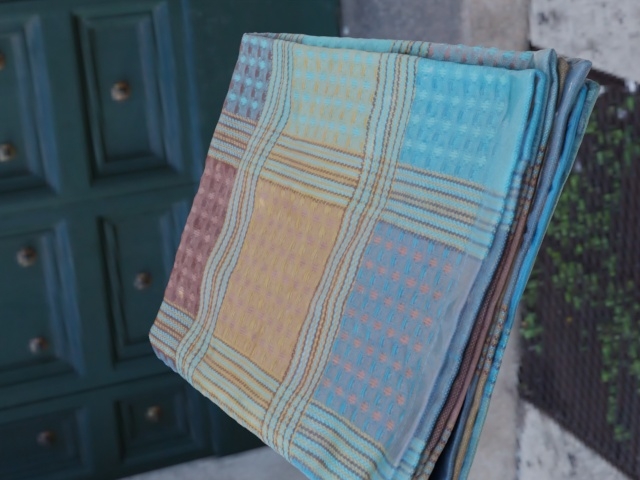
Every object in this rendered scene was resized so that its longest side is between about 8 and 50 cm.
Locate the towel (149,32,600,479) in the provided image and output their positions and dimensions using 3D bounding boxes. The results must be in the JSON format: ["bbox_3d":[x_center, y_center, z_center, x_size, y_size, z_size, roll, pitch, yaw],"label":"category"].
[{"bbox_3d":[0.000,0.000,0.749,0.370,0.040,0.271,21,94,58],"label":"towel"}]
